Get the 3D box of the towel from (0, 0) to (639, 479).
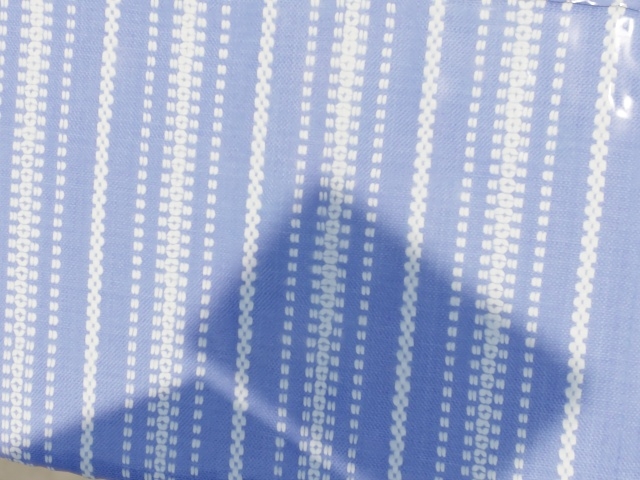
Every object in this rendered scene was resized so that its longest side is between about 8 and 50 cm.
[{"bbox_3d":[0.000,0.000,0.760,0.336,0.040,0.243,7,100,17],"label":"towel"}]
